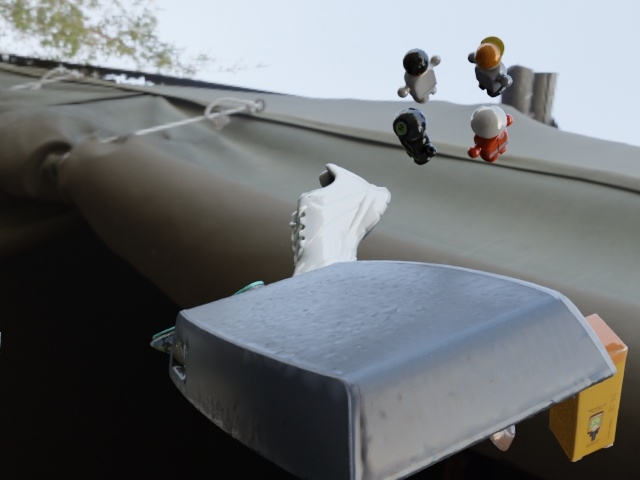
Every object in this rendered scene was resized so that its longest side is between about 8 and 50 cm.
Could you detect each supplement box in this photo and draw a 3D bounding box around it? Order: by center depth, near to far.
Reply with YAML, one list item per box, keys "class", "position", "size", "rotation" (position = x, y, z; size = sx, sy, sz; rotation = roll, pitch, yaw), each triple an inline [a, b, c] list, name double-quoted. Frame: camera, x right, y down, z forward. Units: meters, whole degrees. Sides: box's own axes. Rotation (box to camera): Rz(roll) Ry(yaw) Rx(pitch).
- class: "supplement box"
  position: [0.383, 0.219, 1.070]
  size: [0.080, 0.078, 0.233]
  rotation: [-120, -166, -51]

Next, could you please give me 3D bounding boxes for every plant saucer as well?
- class: "plant saucer"
  position: [0.310, 0.298, 1.341]
  size: [0.029, 0.168, 0.168]
  rotation: [-30, -101, 20]

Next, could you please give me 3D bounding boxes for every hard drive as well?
- class: "hard drive"
  position: [0.015, 0.059, 0.428]
  size: [0.254, 0.172, 0.054]
  rotation: [5, -71, 63]

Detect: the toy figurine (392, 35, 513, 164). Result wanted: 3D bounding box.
- class: "toy figurine"
  position: [0.236, -0.248, 1.315]
  size: [0.213, 0.148, 0.209]
  rotation: [1, -108, 18]

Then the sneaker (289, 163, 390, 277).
- class: "sneaker"
  position: [0.000, 0.000, 1.147]
  size: [0.129, 0.297, 0.111]
  rotation: [34, -41, -5]

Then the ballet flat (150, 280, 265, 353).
- class: "ballet flat"
  position: [-0.129, 0.112, 0.876]
  size: [0.188, 0.070, 0.070]
  rotation: [-29, -99, 32]
